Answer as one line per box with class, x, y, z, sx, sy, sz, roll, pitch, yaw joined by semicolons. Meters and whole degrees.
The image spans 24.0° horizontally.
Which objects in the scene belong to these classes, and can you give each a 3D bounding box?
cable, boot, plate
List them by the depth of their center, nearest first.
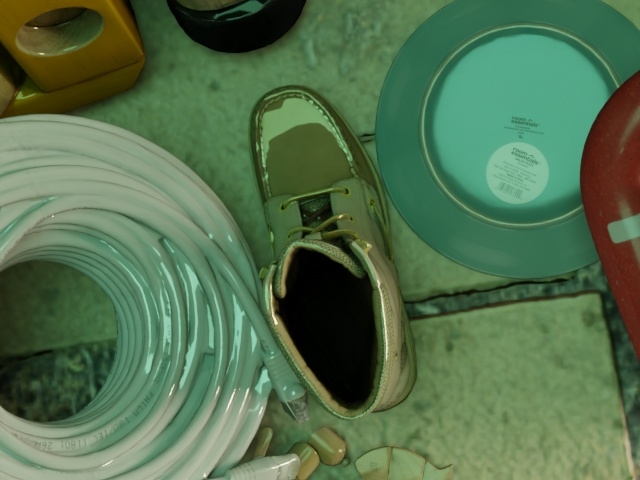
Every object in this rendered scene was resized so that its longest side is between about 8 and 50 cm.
boot;0.000;0.000;0.874;0.077;0.165;0.213;-18;84;7
cable;-0.154;0.055;0.880;0.257;0.089;0.257;-18;91;-24
plate;0.126;-0.070;0.931;0.188;0.024;0.188;-1;85;9

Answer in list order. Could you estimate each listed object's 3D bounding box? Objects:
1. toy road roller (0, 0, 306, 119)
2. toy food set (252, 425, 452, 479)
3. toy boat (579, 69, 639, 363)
toy road roller;-0.175;-0.221;0.913;0.329;0.202;0.240;-21;70;2
toy food set;0.015;0.158;0.935;0.122;0.019;0.078;16;89;3
toy boat;0.240;-0.001;0.832;0.151;0.151;0.231;-19;83;-5
